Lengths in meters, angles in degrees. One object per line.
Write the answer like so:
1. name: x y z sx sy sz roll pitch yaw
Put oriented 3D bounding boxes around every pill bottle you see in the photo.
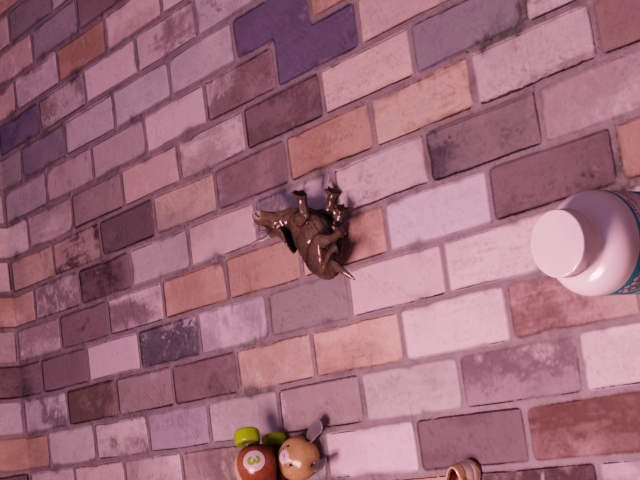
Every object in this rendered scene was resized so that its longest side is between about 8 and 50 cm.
1. pill bottle: 0.413 0.003 1.704 0.146 0.264 0.146 1 91 52

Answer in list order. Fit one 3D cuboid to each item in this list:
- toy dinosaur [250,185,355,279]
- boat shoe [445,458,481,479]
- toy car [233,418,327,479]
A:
1. toy dinosaur: 0.000 0.000 2.362 0.313 0.121 0.160 42 134 37
2. boat shoe: 0.226 0.455 2.102 0.063 0.059 0.170 20 105 49
3. toy car: -0.062 0.427 2.409 0.188 0.149 0.155 -30 56 35
